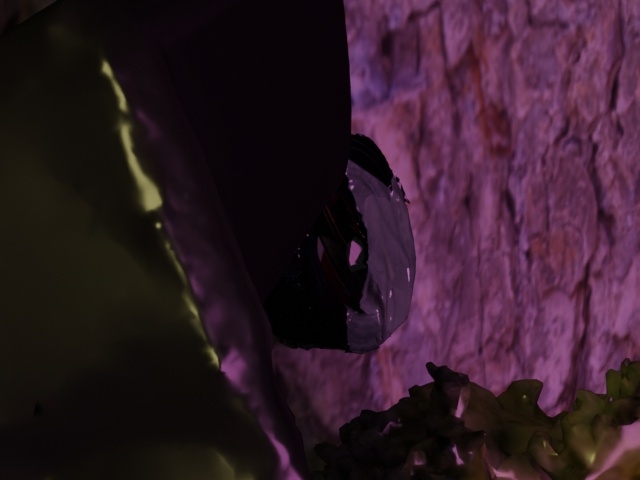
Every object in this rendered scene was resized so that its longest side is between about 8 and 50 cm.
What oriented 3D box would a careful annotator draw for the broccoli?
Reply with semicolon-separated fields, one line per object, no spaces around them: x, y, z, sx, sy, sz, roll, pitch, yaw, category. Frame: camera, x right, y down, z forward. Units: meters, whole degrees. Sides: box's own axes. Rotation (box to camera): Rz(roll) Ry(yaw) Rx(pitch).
0.117;0.233;1.022;0.348;0.281;0.293;92;-3;-73;broccoli

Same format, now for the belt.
0.000;0.000;1.040;0.105;0.058;0.140;-52;130;-37;belt

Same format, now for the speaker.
-0.067;0.005;0.701;0.184;0.180;0.388;59;16;-9;speaker
